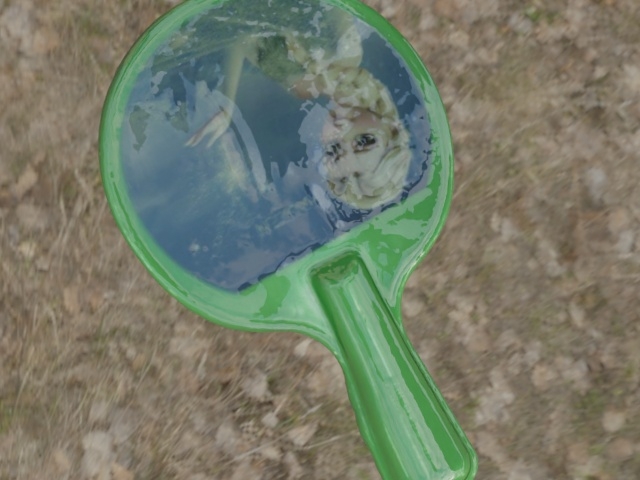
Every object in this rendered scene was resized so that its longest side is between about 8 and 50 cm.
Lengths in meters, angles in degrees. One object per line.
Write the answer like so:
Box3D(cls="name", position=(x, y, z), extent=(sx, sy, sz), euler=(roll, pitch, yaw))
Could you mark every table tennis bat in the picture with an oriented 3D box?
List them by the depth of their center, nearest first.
Box3D(cls="table tennis bat", position=(0.000, 0.000, 0.599), extent=(0.160, 0.039, 0.257), euler=(-25, 86, -8))
